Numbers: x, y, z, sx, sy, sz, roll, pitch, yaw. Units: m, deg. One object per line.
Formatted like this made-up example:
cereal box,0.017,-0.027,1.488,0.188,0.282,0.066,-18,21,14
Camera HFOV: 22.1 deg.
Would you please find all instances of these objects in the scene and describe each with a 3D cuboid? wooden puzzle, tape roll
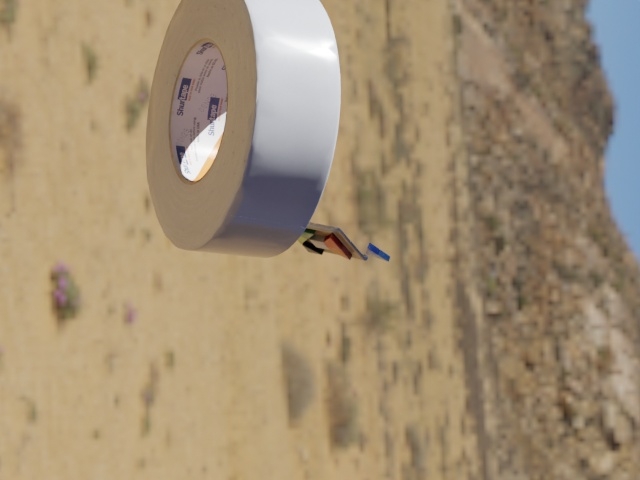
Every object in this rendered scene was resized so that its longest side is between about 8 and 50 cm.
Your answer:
wooden puzzle,0.000,0.000,1.503,0.078,0.116,0.014,37,68,-47
tape roll,-0.066,-0.098,1.296,0.219,0.072,0.219,-22,-115,60
